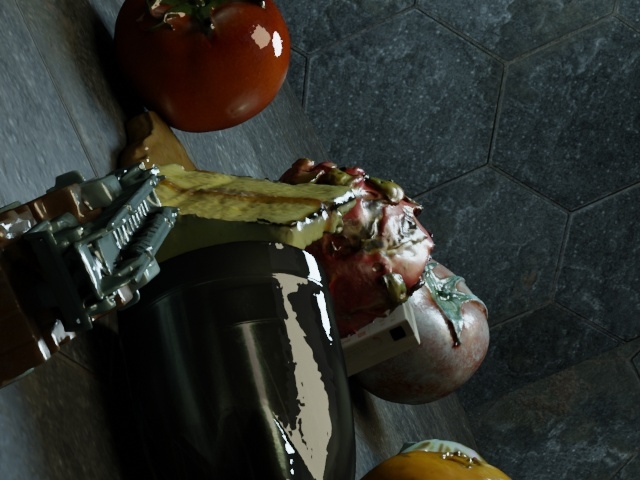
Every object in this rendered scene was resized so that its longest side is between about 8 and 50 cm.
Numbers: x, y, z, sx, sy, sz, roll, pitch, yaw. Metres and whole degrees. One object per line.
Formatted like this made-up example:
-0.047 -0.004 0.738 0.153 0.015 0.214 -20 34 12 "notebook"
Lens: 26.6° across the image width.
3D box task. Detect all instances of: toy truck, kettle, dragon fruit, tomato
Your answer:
-0.210 0.018 1.098 0.338 0.184 0.133 -61 127 -80 "toy truck"
-0.080 0.216 1.390 0.321 0.228 0.324 110 -29 -55 "kettle"
0.000 0.000 2.336 0.263 0.314 0.296 45 40 -22 "dragon fruit"
0.178 0.172 2.689 0.317 0.282 0.316 27 30 -18 "tomato"
-0.172 -0.278 1.967 0.224 0.256 0.256 82 -7 -47 "tomato"

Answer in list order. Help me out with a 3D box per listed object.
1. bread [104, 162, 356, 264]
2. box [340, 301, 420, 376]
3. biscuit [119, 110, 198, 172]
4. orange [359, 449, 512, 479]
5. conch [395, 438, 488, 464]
-0.104 -0.034 1.578 0.198 0.236 0.263 65 22 -4 "bread"
0.069 0.170 2.382 0.141 0.201 0.058 -99 162 -66 "box"
-0.158 0.017 1.864 0.365 0.062 0.385 -101 164 -62 "biscuit"
0.160 0.438 1.866 0.312 0.312 0.312 -24 90 -82 "orange"
0.210 0.462 2.485 0.249 0.197 0.368 25 -15 38 "conch"
